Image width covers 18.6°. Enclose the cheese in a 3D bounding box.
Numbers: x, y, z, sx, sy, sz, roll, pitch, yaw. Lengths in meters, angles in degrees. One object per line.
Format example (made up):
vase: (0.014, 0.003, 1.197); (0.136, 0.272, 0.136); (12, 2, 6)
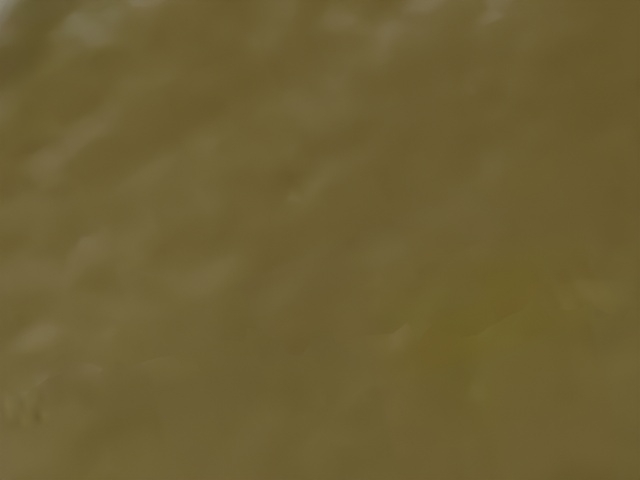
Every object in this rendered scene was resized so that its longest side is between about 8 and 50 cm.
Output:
cheese: (0.000, -0.001, 0.611); (0.384, 0.384, 0.104); (-34, -11, -3)
